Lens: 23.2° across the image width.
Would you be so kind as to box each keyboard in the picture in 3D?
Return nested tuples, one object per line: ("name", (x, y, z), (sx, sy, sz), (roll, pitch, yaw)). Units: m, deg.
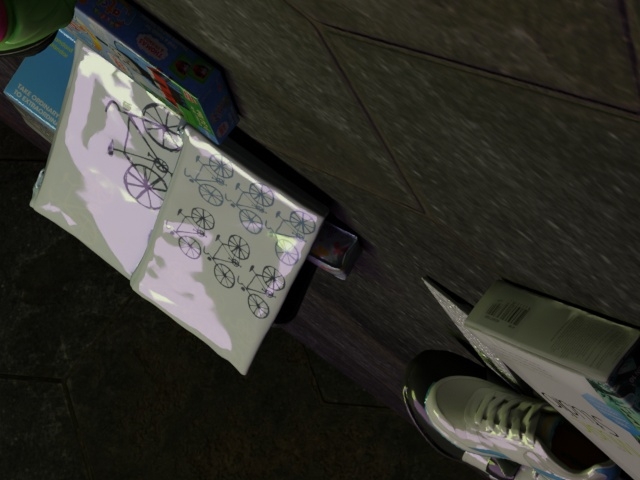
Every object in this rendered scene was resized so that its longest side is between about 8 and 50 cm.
("keyboard", (0.171, 0.108, 1.671), (0.072, 0.014, 0.256), (34, 171, 32))

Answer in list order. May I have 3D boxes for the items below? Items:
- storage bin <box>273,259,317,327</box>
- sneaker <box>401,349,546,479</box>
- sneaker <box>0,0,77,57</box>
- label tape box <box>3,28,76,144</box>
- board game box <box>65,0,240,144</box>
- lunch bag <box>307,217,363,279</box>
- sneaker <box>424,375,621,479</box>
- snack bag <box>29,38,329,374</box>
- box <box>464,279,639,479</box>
("storage bin", (-0.096, 0.019, 1.872), (0.180, 0.122, 0.084), (24, 173, -3))
("sneaker", (0.244, 0.236, 1.802), (0.330, 0.122, 0.146), (41, 155, -11))
("sneaker", (-0.434, -0.248, 1.301), (0.482, 0.185, 0.202), (22, 171, 4))
("label tape box", (-0.253, -0.137, 1.871), (0.240, 0.106, 0.334), (38, 173, 0))
("board game box", (-0.176, -0.183, 1.460), (0.211, 0.039, 0.160), (38, 173, 10))
("lunch bag", (0.000, 0.000, 1.690), (0.083, 0.053, 0.071), (27, 173, 12))
("sneaker", (0.223, 0.203, 1.701), (0.228, 0.087, 0.092), (23, 154, 13))
("snack bag", (-0.171, -0.036, 1.714), (0.342, 0.037, 0.323), (38, 141, 8))
("box", (0.287, 0.166, 1.283), (0.322, 0.058, 0.232), (40, 173, -22))
